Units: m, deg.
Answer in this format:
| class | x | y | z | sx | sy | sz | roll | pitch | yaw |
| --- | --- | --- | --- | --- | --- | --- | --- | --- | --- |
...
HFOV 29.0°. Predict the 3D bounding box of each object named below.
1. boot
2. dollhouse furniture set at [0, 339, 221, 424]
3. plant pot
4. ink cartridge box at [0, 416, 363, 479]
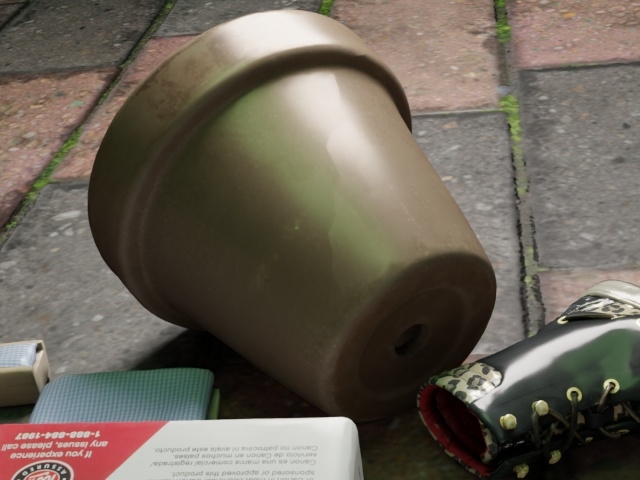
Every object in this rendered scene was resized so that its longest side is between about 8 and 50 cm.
| class | x | y | z | sx | sy | sz | roll | pitch | yaw |
| --- | --- | --- | --- | --- | --- | --- | --- | --- | --- |
| boot | 0.189 | 0.107 | 0.773 | 0.178 | 0.085 | 0.236 | -22 | 24 | -24 |
| dollhouse furniture set | -0.193 | 0.074 | 0.805 | 0.303 | 0.198 | 0.286 | -4 | 27 | 4 |
| plant pot | 0.000 | 0.000 | 0.885 | 0.263 | 0.263 | 0.229 | -22 | 47 | -27 |
| ink cartridge box | -0.085 | 0.214 | 0.544 | 0.197 | 0.114 | 0.273 | -2 | 37 | 9 |
